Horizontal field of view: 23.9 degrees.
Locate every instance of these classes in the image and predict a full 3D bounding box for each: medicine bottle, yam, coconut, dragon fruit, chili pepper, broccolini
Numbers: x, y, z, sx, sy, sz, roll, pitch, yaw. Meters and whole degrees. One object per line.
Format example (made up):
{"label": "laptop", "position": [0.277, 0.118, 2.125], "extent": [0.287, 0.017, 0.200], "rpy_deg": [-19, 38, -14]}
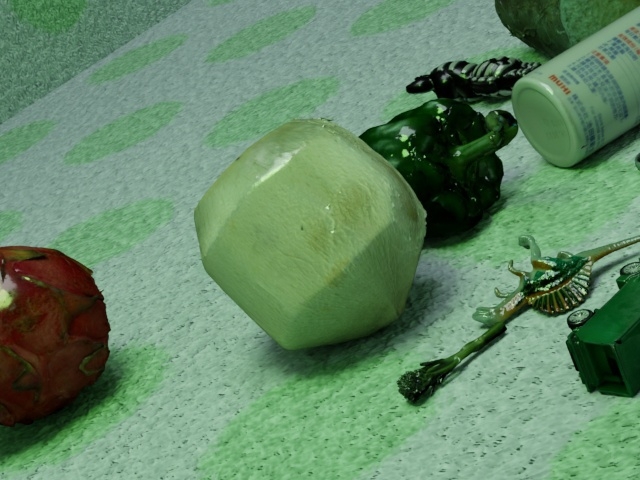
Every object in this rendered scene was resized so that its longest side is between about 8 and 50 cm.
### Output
{"label": "medicine bottle", "position": [0.413, -0.229, 1.926], "extent": [0.341, 0.130, 0.130], "rpy_deg": [-32, 21, -18]}
{"label": "yam", "position": [0.386, -0.376, 2.259], "extent": [0.202, 0.201, 0.271], "rpy_deg": [-27, 14, -9]}
{"label": "coconut", "position": [0.000, 0.000, 1.693], "extent": [0.245, 0.247, 0.245], "rpy_deg": [-44, -4, -4]}
{"label": "dragon fruit", "position": [-0.379, 0.117, 1.836], "extent": [0.252, 0.241, 0.241], "rpy_deg": [-22, 20, 3]}
{"label": "chili pepper", "position": [0.148, -0.089, 1.839], "extent": [0.261, 0.165, 0.174], "rpy_deg": [-8, 7, 45]}
{"label": "broccolini", "position": [0.133, 0.116, 1.525], "extent": [0.140, 0.035, 0.030], "rpy_deg": [-33, 25, -25]}

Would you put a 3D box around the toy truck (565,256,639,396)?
{"label": "toy truck", "position": [0.289, 0.075, 1.401], "extent": [0.079, 0.065, 0.147], "rpy_deg": [3, 33, 48]}

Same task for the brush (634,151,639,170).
{"label": "brush", "position": [0.472, -0.117, 1.680], "extent": [0.297, 0.060, 0.068], "rpy_deg": [-3, 31, 45]}

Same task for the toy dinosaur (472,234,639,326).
{"label": "toy dinosaur", "position": [0.252, 0.041, 1.580], "extent": [0.187, 0.044, 0.106], "rpy_deg": [-4, 39, 17]}

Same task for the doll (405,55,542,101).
{"label": "doll", "position": [0.233, -0.240, 2.260], "extent": [0.219, 0.067, 0.091], "rpy_deg": [2, 29, 41]}
